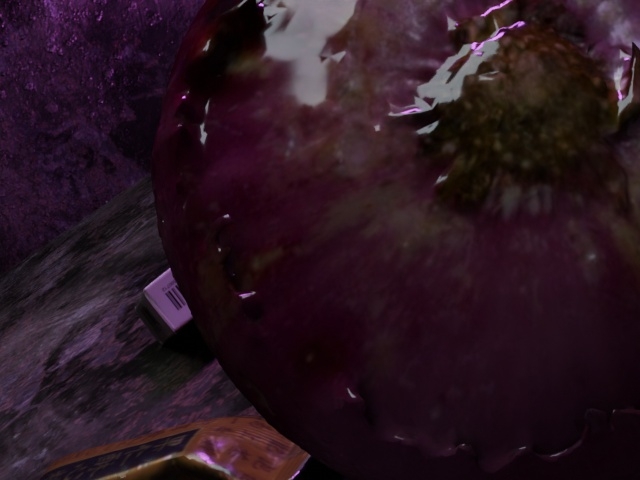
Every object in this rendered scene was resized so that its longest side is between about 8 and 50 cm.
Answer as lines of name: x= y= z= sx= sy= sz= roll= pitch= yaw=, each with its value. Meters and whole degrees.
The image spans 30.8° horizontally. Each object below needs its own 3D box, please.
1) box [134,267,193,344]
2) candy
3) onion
box: x=-0.053 y=-0.016 z=1.335 sx=0.353 sy=0.069 sz=0.214 roll=-37 pitch=0 yaw=-14
candy: x=-0.106 y=0.186 z=0.835 sx=0.271 sy=0.101 sz=0.143 roll=-23 pitch=12 yaw=17
onion: x=0.090 y=-0.043 z=0.642 sx=0.358 sy=0.358 sz=0.345 roll=-33 pitch=10 yaw=4
